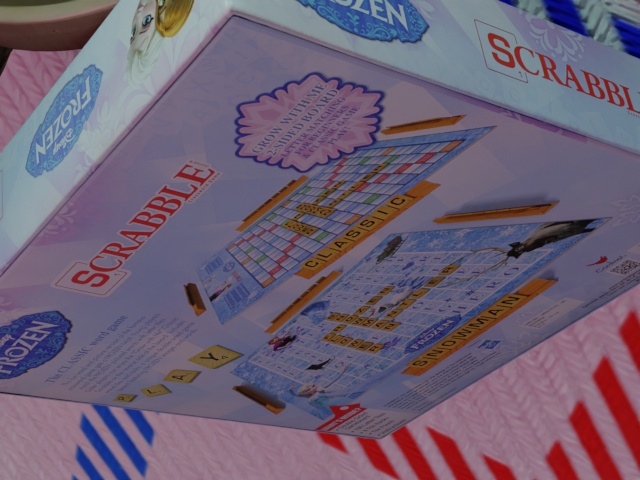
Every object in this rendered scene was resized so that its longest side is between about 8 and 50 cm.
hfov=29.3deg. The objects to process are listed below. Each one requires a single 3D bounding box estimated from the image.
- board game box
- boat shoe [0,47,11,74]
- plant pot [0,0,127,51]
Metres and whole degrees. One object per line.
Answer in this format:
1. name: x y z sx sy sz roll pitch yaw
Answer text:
1. board game box: 0.000 0.000 0.613 0.318 0.065 0.319 13 143 -35
2. boat shoe: -0.198 -0.116 0.623 0.105 0.285 0.089 18 136 -27
3. plant pot: -0.093 -0.182 0.580 0.237 0.237 0.110 11 164 21
